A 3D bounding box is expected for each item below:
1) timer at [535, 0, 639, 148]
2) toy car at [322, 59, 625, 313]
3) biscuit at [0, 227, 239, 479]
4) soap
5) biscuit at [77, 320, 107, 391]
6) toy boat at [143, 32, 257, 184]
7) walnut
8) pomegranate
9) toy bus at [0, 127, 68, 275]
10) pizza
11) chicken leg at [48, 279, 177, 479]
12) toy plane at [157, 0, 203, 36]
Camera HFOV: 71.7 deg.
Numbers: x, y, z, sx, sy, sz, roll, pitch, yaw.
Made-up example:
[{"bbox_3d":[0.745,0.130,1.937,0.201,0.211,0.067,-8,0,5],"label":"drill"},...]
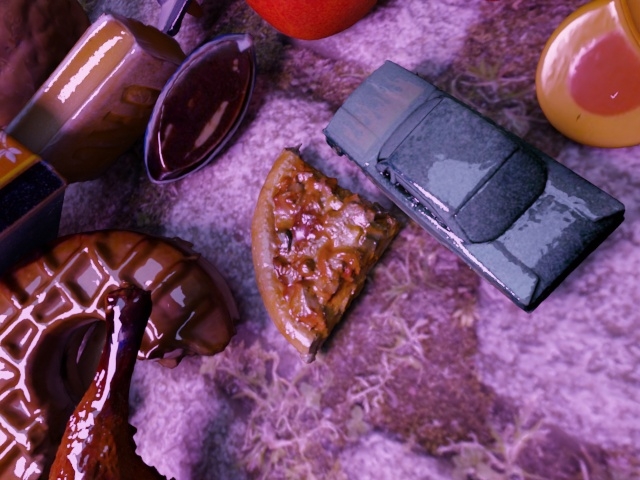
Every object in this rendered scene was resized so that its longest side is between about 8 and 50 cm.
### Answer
[{"bbox_3d":[0.388,-0.205,0.302,0.376,0.376,0.386,30,131,27],"label":"timer"},{"bbox_3d":[0.143,-0.082,0.484,0.141,0.097,0.320,-47,63,5],"label":"toy car"},{"bbox_3d":[-0.299,0.126,0.568,0.366,0.115,0.268,-43,83,-4],"label":"biscuit"},{"bbox_3d":[-0.329,-0.203,0.673,0.274,0.173,0.089,-38,90,17],"label":"soap"},{"bbox_3d":[-0.326,0.205,0.642,0.056,0.052,0.187,23,86,16],"label":"biscuit"},{"bbox_3d":[-0.181,-0.193,0.662,0.262,0.114,0.115,-57,25,1],"label":"toy boat"},{"bbox_3d":[-0.523,-0.304,0.727,0.333,0.333,0.332,-6,74,22],"label":"walnut"},{"bbox_3d":[0.003,-0.387,0.576,0.257,0.220,0.220,-23,64,-18],"label":"pomegranate"},{"bbox_3d":[-0.484,-0.023,0.614,0.323,0.194,0.161,-38,17,49],"label":"toy bus"},{"bbox_3d":[0.000,0.000,0.548,0.197,0.058,0.291,-9,72,21],"label":"pizza"},{"bbox_3d":[-0.206,0.248,0.468,0.158,0.096,0.406,-9,94,-5],"label":"chicken leg"},{"bbox_3d":[-0.166,-0.460,0.645,0.316,0.103,0.204,-25,63,50],"label":"toy plane"}]
